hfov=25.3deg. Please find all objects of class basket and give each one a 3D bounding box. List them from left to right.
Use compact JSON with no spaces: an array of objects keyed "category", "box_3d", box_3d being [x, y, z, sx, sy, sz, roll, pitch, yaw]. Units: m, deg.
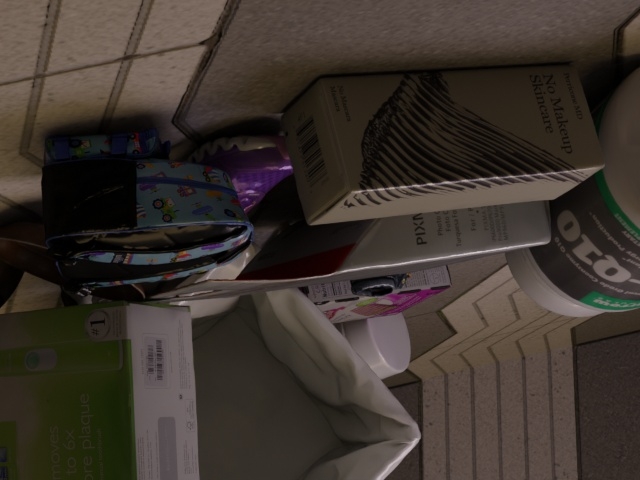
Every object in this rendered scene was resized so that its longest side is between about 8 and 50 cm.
[{"category":"basket","box_3d":[-0.118,0.230,1.747,0.328,0.331,0.266,-41,178,-14]}]

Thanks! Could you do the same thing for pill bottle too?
[{"category":"pill bottle","box_3d":[-0.017,0.174,2.164,0.283,0.160,0.160,-20,166,26]},{"category":"pill bottle","box_3d":[0.329,-0.040,1.501,0.204,0.204,0.361,-10,167,-13]}]

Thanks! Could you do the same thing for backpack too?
[{"category":"backpack","box_3d":[-0.147,-0.027,1.231,0.173,0.116,0.158,-6,165,-5]}]

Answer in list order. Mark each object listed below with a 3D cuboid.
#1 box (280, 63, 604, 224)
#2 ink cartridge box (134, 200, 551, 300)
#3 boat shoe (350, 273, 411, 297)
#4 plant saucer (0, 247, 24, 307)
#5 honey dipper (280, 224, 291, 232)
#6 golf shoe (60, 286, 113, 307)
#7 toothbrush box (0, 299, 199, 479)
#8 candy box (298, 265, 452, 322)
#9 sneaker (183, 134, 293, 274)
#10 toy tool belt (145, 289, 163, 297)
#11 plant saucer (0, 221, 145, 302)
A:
[{"category":"box","box_3d":[0.112,-0.089,1.287,0.275,0.113,0.094,-8,165,-28]},{"category":"ink cartridge box","box_3d":[0.000,0.000,1.505,0.385,0.091,0.308,-6,176,-26]},{"category":"boat shoe","box_3d":[0.099,0.028,1.828,0.183,0.083,0.065,-3,164,-39]},{"category":"plant saucer","box_3d":[-0.460,0.066,1.504,0.311,0.050,0.310,-12,168,-3]},{"category":"honey dipper","box_3d":[-0.050,0.012,1.739,0.030,0.030,0.160,-10,164,-16]},{"category":"golf shoe","box_3d":[-0.260,0.075,1.647,0.077,0.093,0.198,-16,169,5]},{"category":"toothbrush box","box_3d":[-0.277,0.178,1.489,0.283,0.206,0.122,-7,172,30]},{"category":"candy box","box_3d":[0.040,0.065,1.957,0.233,0.071,0.159,-5,165,-30]},{"category":"sneaker","box_3d":[-0.105,-0.026,1.345,0.236,0.104,0.095,-24,162,36]},{"category":"toy tool belt","box_3d":[-0.213,0.084,1.853,0.051,0.052,0.083,-40,-176,-30]},{"category":"plant saucer","box_3d":[-0.250,0.019,1.420,0.168,0.029,0.168,17,164,5]}]
